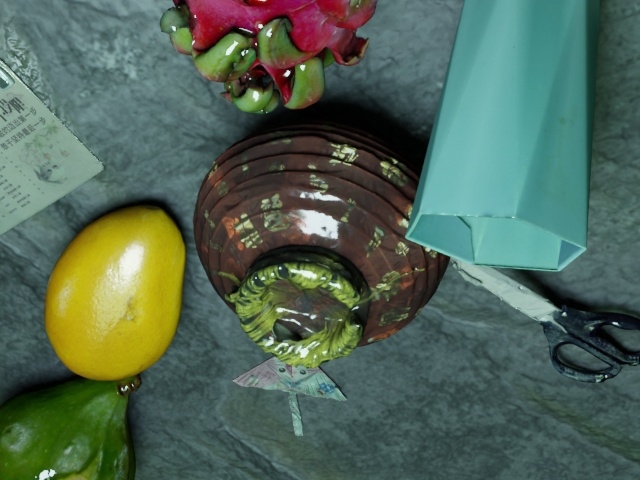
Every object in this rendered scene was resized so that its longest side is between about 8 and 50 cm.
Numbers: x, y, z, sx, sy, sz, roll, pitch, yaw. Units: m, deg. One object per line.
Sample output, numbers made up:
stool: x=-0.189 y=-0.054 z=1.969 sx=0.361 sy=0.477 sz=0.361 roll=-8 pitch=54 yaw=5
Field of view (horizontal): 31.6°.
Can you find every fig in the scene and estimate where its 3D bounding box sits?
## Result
fig: x=-0.298 y=0.242 z=1.335 sx=0.195 sy=0.195 sz=0.245 roll=34 pitch=91 yaw=-17

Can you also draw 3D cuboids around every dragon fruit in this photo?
dragon fruit: x=-0.028 y=-0.208 z=0.900 sx=0.198 sy=0.218 sz=0.273 roll=7 pitch=157 yaw=24

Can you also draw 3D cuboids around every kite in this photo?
kite: x=-0.037 y=0.177 z=1.326 sx=0.137 sy=0.005 sz=0.152 roll=9 pitch=130 yaw=5

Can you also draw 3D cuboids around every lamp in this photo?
lamp: x=0.000 y=0.000 z=1.039 sx=0.247 sy=0.247 sz=0.247 roll=5 pitch=129 yaw=6

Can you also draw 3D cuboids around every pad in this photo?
pad: x=-0.369 y=-0.071 z=1.181 sx=0.265 sy=0.009 sz=0.159 roll=-27 pitch=120 yaw=28

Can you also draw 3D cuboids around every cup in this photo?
cup: x=0.152 y=-0.107 z=0.914 sx=0.148 sy=0.235 sz=0.134 roll=19 pitch=162 yaw=-33

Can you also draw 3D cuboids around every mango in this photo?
mango: x=-0.212 y=0.052 z=1.195 sx=0.145 sy=0.112 sz=0.219 roll=22 pitch=117 yaw=-8

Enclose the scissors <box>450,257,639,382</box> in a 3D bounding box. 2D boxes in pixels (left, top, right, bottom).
scissors: x=0.226 y=0.072 z=1.147 sx=0.300 sy=0.022 sz=0.109 roll=30 pitch=129 yaw=-33
